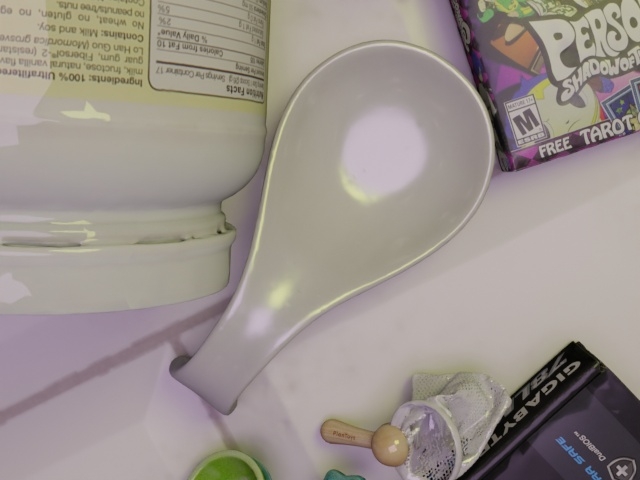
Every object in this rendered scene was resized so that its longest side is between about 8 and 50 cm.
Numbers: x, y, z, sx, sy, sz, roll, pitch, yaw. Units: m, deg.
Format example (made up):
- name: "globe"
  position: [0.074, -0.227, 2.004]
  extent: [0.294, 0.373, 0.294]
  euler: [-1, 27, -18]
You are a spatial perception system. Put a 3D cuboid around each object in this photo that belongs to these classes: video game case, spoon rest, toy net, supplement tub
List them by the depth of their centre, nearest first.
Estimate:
- name: "supplement tub"
  position: [-0.141, -0.139, 0.442]
  extent: [0.235, 0.235, 0.324]
  euler: [3, 97, 0]
- name: "video game case"
  position: [0.197, -0.178, 0.531]
  extent: [0.232, 0.042, 0.210]
  euler: [-18, 95, 3]
- name: "spoon rest"
  position: [0.000, 0.000, 0.535]
  extent: [0.137, 0.084, 0.276]
  euler: [36, 97, -4]
- name: "toy net"
  position: [0.020, 0.160, 0.541]
  extent: [0.232, 0.122, 0.045]
  euler: [-32, 139, 10]

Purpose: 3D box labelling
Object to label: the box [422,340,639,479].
- name: "box"
  position: [0.171, 0.273, 0.574]
  extent: [0.293, 0.073, 0.295]
  euler: [-43, 94, 4]
